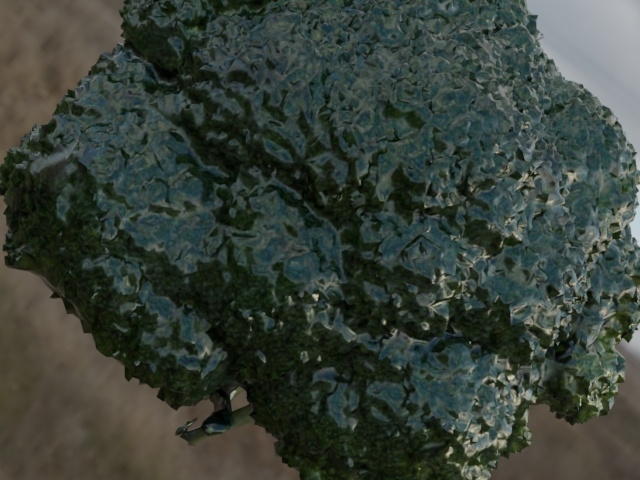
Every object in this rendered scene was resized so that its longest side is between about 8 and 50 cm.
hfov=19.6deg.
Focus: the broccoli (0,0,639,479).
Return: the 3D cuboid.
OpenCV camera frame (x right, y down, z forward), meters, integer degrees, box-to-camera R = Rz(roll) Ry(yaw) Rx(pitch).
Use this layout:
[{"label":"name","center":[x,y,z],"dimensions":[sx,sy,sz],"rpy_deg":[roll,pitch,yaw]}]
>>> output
[{"label":"broccoli","center":[0.000,0.000,0.925],"dimensions":[0.321,0.304,0.283],"rpy_deg":[49,-34,5]}]
